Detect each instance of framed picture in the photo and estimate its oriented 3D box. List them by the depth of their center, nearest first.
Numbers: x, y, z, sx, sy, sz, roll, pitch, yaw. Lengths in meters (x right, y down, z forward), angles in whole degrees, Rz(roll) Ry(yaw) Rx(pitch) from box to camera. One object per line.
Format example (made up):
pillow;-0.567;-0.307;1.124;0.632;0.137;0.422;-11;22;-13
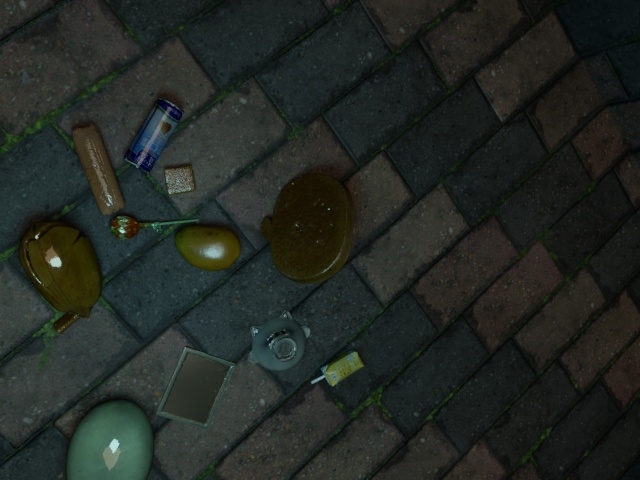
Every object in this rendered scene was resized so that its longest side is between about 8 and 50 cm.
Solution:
framed picture;-0.434;0.518;1.867;0.197;0.014;0.252;25;86;-19

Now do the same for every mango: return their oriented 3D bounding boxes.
mango;-0.380;0.027;1.796;0.221;0.120;0.151;3;90;-13

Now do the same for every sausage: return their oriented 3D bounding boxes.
sausage;-0.700;-0.223;1.681;0.086;0.086;0.288;-20;99;-17

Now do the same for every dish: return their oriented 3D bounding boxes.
dish;-0.146;0.375;1.918;0.228;0.086;0.236;46;79;-17

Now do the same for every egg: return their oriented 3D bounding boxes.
egg;-0.659;0.676;1.675;0.259;0.258;0.351;14;92;-20

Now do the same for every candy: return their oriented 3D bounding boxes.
candy;-0.547;-0.054;1.768;0.288;0.084;0.077;-8;100;-29

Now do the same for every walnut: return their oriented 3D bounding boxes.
walnut;-0.777;0.094;1.626;0.209;0.209;0.336;-22;114;-16

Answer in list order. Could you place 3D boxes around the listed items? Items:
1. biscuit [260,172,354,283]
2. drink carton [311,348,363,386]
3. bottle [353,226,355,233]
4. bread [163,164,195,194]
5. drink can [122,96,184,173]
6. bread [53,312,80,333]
biscuit;-0.046;-0.042;1.832;0.070;0.351;0.393;39;55;-56
drink carton;0.059;0.491;2.006;0.200;0.074;0.084;-30;103;-16
bottle;0.000;0.000;1.910;0.147;0.147;0.236;45;81;-17
bread;-0.474;-0.202;1.788;0.095;0.035;0.090;-11;98;-19
drink can;-0.539;-0.340;1.724;0.097;0.097;0.235;30;83;-19
bread;-0.809;0.258;1.703;0.083;0.047;0.036;-41;136;-10
